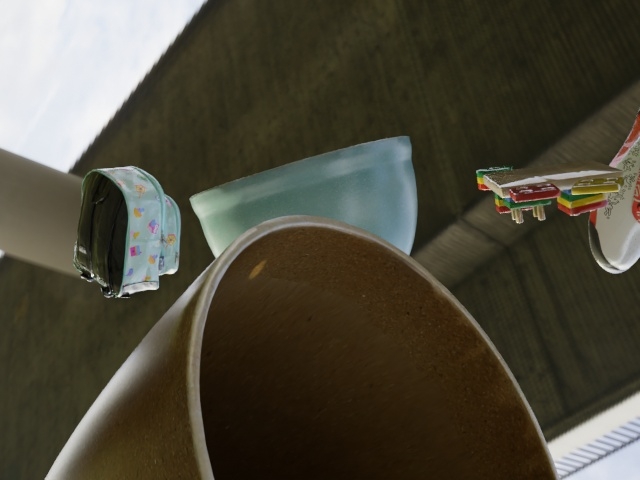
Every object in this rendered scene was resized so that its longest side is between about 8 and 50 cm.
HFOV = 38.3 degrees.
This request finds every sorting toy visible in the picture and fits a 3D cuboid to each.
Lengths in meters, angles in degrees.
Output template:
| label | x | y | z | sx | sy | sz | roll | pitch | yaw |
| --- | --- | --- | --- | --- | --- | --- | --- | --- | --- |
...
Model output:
| label | x | y | z | sx | sy | sz | roll | pitch | yaw |
| --- | --- | --- | --- | --- | --- | --- | --- | --- | --- |
| sorting toy | 0.262 | -0.054 | 1.043 | 0.274 | 0.132 | 0.046 | -85 | 167 | -80 |

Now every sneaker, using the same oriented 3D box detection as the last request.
| label | x | y | z | sx | sy | sz | roll | pitch | yaw |
| --- | --- | --- | --- | --- | --- | --- | --- | --- | --- |
| sneaker | 0.437 | -0.085 | 1.138 | 0.145 | 0.090 | 0.270 | -2 | -122 | 63 |

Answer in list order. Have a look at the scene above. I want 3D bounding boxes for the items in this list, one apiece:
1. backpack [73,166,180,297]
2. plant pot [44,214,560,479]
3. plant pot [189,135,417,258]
| label | x | y | z | sx | sy | sz | roll | pitch | yaw |
| --- | --- | --- | --- | --- | --- | --- | --- | --- | --- |
| backpack | -0.307 | -0.025 | 1.468 | 0.166 | 0.144 | 0.188 | 29 | -55 | 44 |
| plant pot | -0.045 | 0.152 | 0.464 | 0.254 | 0.237 | 0.237 | -36 | -134 | 34 |
| plant pot | 0.000 | 0.000 | 1.189 | 0.293 | 0.293 | 0.196 | -16 | -89 | 48 |
